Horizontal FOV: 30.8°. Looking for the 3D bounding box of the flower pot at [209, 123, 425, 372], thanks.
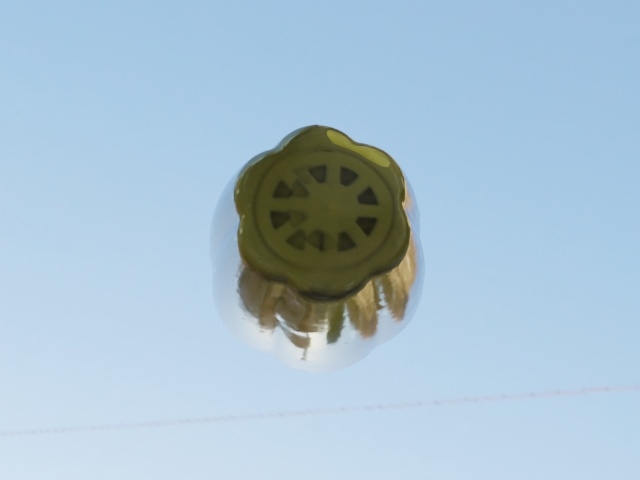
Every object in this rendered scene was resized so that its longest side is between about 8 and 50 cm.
[{"bbox_3d":[0.000,0.000,0.940,0.195,0.195,0.179,16,-14,1],"label":"flower pot"}]
